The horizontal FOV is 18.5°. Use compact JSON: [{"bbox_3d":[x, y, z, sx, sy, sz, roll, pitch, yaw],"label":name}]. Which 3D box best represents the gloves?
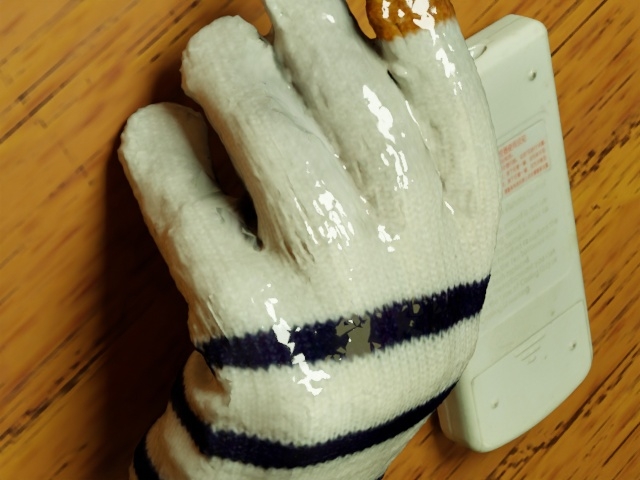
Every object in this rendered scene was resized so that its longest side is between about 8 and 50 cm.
[{"bbox_3d":[0.004,0.008,0.721,0.140,0.131,0.218,6,121,-35],"label":"gloves"}]

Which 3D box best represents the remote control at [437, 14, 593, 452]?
[{"bbox_3d":[0.075,0.002,0.861,0.087,0.029,0.190,-33,126,-30],"label":"remote control"}]
